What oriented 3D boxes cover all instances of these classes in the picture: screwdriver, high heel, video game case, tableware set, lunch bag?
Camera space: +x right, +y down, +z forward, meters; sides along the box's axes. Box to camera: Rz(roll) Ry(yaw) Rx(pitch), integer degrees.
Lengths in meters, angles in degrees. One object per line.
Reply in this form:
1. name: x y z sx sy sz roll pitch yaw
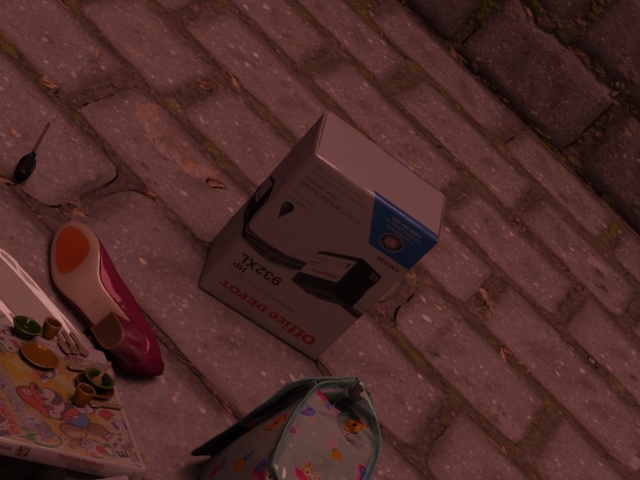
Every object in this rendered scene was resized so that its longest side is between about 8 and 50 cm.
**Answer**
1. screwdriver: -0.412 -0.130 1.794 0.170 0.024 0.025 -79 146 -62
2. high heel: -0.282 0.077 1.652 0.244 0.082 0.117 50 1 36
3. video game case: -0.313 0.172 1.381 0.206 0.026 0.227 20 21 -33
4. tableware set: -0.293 0.137 1.428 0.104 0.024 0.154 14 25 -45
5. lunch bag: -0.053 0.283 1.490 0.160 0.223 0.262 45 30 -11

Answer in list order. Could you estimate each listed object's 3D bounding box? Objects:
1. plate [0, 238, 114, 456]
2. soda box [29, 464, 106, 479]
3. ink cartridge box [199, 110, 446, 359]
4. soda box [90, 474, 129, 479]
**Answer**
1. plate: -0.404 0.107 1.484 0.278 0.045 0.277 47 31 6
2. soda box: -0.247 0.356 1.311 0.098 0.091 0.286 22 37 -30
3. ink cartridge box: 0.000 0.000 1.816 0.223 0.307 0.129 34 34 -15
4. soda box: -0.290 0.296 1.234 0.216 0.074 0.069 -9 43 2
